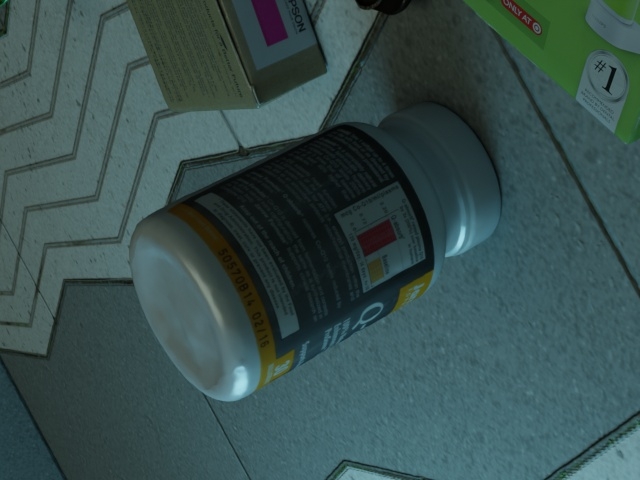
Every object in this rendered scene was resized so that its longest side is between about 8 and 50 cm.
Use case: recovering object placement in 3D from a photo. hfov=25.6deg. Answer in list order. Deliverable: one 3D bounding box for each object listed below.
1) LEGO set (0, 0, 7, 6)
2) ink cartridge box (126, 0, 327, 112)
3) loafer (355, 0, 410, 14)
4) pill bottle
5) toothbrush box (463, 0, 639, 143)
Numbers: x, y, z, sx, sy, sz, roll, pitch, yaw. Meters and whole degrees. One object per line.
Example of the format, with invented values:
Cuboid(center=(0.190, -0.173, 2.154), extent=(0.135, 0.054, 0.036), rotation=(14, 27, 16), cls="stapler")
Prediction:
Cuboid(center=(-0.451, -0.396, 1.598), extent=(0.331, 0.255, 0.192), rotation=(62, -176, 27), cls="LEGO set")
Cuboid(center=(-0.109, -0.243, 1.318), extent=(0.193, 0.088, 0.234), rotation=(7, 120, 58), cls="ink cartridge box")
Cuboid(center=(0.005, -0.273, 1.091), extent=(0.080, 0.078, 0.220), rotation=(-3, 112, 62), cls="loafer")
Cuboid(center=(0.000, 0.000, 1.136), extent=(0.162, 0.278, 0.162), rotation=(43, 148, 35), cls="pill bottle")
Cuboid(center=(0.174, -0.231, 0.777), extent=(0.206, 0.122, 0.283), rotation=(47, 151, 29), cls="toothbrush box")
